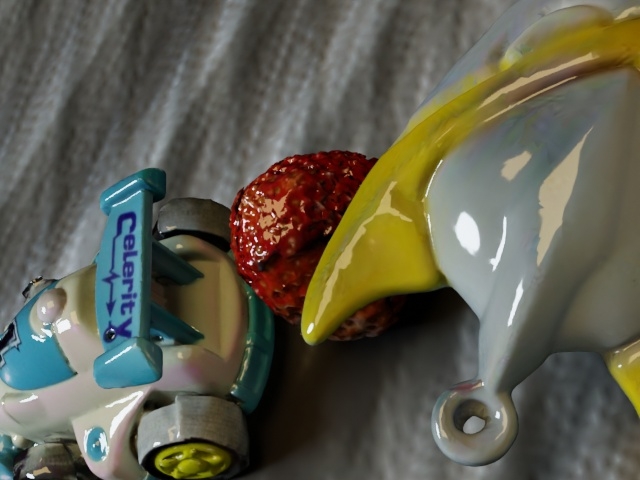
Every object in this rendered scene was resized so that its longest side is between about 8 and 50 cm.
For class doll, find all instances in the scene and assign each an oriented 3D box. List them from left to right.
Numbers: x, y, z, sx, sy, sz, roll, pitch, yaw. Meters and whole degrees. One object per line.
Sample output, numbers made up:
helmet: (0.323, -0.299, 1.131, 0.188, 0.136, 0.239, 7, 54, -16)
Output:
doll: (0.123, -0.055, 0.658, 0.316, 0.145, 0.103, -62, 15, -18)

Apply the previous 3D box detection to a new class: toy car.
toy car: (-0.105, 0.044, 0.762, 0.161, 0.098, 0.126, -18, 54, 25)

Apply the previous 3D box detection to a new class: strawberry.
strawberry: (0.000, 0.000, 0.717, 0.083, 0.096, 0.083, -5, 74, 19)
